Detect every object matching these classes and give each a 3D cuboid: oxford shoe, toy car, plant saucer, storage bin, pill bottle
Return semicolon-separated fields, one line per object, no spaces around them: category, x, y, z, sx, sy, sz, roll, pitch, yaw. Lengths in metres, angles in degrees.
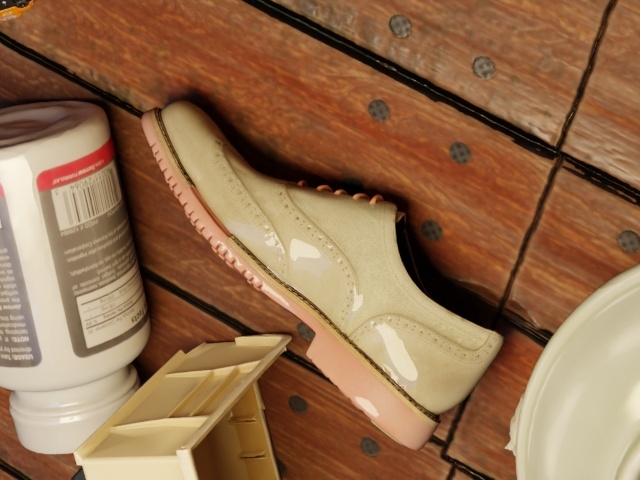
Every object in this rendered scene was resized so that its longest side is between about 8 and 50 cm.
oxford shoe;0.000;0.000;1.607;0.146;0.140;0.397;-45;79;6
toy car;-0.323;-0.259;1.728;0.122;0.060;0.040;54;174;19
plant saucer;0.331;0.198;1.329;0.400;0.100;0.400;7;111;20
storage bin;-0.090;0.256;1.672;0.123;0.260;0.262;-5;109;25
pill bottle;-0.263;0.038;1.728;0.176;0.176;0.318;2;112;30

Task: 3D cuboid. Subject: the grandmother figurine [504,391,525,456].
grandmother figurine;0.224;0.273;1.508;0.208;0.104;0.342;-7;104;15

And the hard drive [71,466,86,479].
hard drive;-0.192;0.273;1.883;0.135;0.022;0.094;47;120;4
